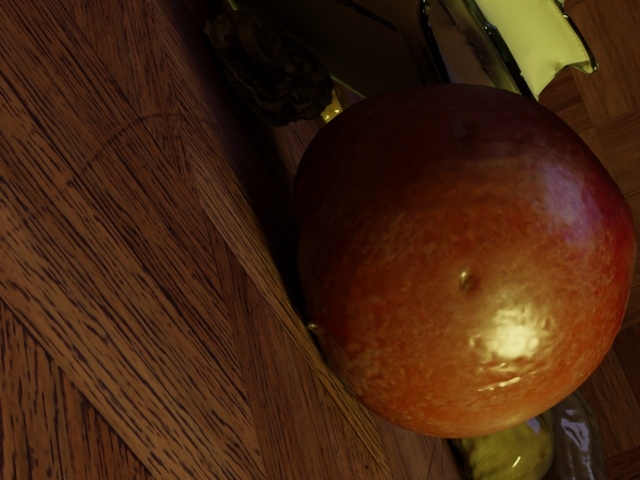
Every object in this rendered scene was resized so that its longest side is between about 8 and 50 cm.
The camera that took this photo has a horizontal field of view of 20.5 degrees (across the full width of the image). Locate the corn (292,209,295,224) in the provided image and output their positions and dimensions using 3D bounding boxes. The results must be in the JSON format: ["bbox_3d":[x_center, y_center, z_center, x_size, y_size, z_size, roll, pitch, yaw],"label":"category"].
[{"bbox_3d":[0.000,0.000,1.422,0.083,0.027,0.028,65,24,-20],"label":"corn"}]

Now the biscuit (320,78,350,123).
[{"bbox_3d":[-0.026,-0.232,1.951,0.184,0.035,0.248,-56,121,-80],"label":"biscuit"}]

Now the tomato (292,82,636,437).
[{"bbox_3d":[0.107,0.012,1.298,0.265,0.265,0.265,63,8,-16],"label":"tomato"}]

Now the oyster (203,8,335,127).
[{"bbox_3d":[-0.046,-0.144,1.466,0.125,0.064,0.177,51,16,7],"label":"oyster"}]

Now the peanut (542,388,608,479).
[{"bbox_3d":[0.249,0.265,1.883,0.149,0.149,0.313,50,23,-63],"label":"peanut"}]

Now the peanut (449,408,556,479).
[{"bbox_3d":[0.176,0.180,1.764,0.140,0.109,0.159,49,27,-30],"label":"peanut"}]

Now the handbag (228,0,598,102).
[{"bbox_3d":[0.040,-0.233,1.485,0.358,0.160,0.236,36,-8,40],"label":"handbag"}]
